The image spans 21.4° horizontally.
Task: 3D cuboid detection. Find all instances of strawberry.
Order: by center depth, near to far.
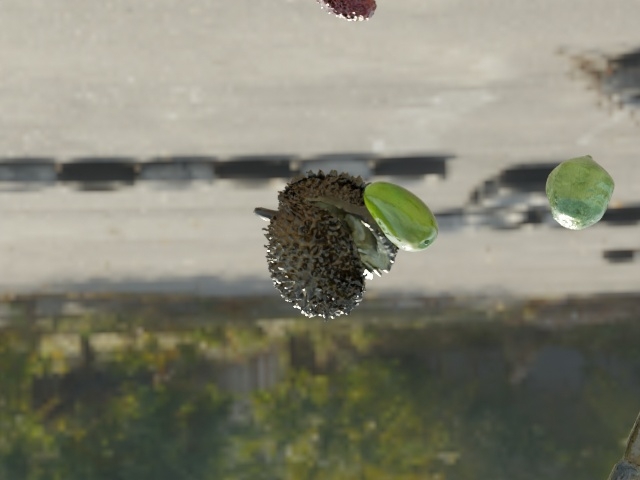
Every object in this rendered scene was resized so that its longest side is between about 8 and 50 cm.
[{"bbox_3d":[0.036,-0.336,2.277,0.096,0.083,0.083,43,-170,16],"label":"strawberry"}]

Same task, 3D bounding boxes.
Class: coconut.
[{"bbox_3d":[0.322,-0.063,2.110,0.088,0.096,0.088,15,159,6],"label":"coconut"}]

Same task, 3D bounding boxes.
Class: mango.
[{"bbox_3d":[0.098,-0.033,2.092,0.108,0.056,0.073,37,154,10],"label":"mango"}]

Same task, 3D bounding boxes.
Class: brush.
[{"bbox_3d":[0.374,0.243,1.965,0.043,0.248,0.036,26,-170,27],"label":"brush"}]

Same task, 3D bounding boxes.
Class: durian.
[{"bbox_3d":[0.000,0.000,2.194,0.196,0.196,0.167,0,136,-19],"label":"durian"}]
